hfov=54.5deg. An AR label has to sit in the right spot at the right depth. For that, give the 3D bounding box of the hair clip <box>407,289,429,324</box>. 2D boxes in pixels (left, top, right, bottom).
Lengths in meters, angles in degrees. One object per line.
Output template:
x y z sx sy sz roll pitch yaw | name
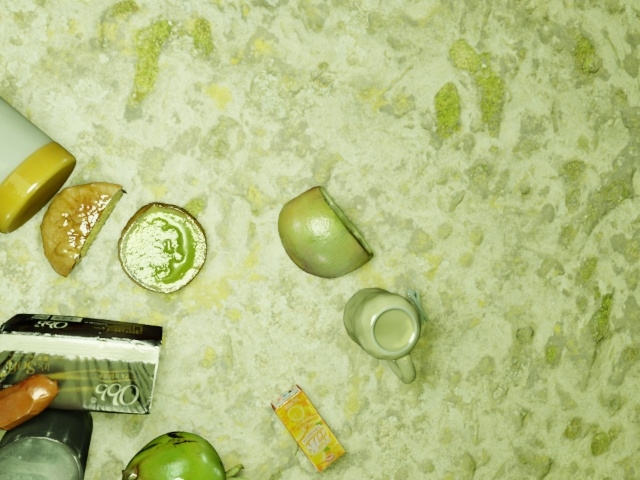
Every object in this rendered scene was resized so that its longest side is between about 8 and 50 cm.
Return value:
0.280 0.188 1.777 0.030 0.039 0.115 -24 110 -2 | hair clip

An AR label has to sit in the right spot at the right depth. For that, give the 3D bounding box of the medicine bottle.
-0.725 -0.173 1.412 0.232 0.238 0.238 41 84 -11 | medicine bottle

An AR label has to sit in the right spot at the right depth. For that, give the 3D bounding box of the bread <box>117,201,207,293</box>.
-0.401 0.018 1.584 0.236 0.070 0.236 -1 94 -12 | bread

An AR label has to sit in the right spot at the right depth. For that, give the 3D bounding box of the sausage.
-0.648 0.349 1.332 0.179 0.089 0.089 -31 100 4 | sausage

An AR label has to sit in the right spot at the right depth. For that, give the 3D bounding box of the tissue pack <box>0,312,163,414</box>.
-0.577 0.287 1.489 0.370 0.210 0.198 9 96 -13 | tissue pack

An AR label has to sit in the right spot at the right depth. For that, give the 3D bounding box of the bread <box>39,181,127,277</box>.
-0.594 -0.051 1.507 0.134 0.129 0.260 34 84 -11 | bread

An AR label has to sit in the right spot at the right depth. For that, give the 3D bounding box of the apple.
0.000 0.000 1.656 0.193 0.120 0.265 -37 98 3 | apple

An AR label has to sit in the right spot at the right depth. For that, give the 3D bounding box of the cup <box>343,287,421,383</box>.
0.164 0.261 1.661 0.173 0.202 0.255 -3 94 -13 | cup

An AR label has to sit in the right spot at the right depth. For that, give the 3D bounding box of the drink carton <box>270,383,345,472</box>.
-0.034 0.511 1.697 0.096 0.071 0.222 -35 100 -10 | drink carton

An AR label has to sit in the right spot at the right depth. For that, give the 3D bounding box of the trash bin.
-0.640 0.494 1.439 0.203 0.301 0.252 -37 104 -10 | trash bin

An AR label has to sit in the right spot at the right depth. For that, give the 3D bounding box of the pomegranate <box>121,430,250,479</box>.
-0.333 0.606 1.553 0.341 0.261 0.260 12 91 -43 | pomegranate
